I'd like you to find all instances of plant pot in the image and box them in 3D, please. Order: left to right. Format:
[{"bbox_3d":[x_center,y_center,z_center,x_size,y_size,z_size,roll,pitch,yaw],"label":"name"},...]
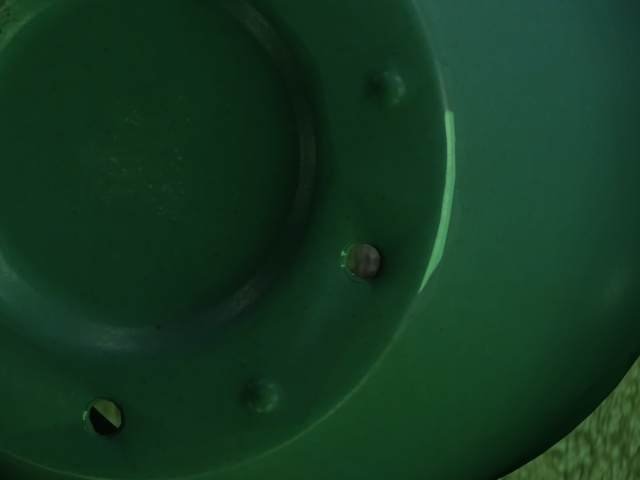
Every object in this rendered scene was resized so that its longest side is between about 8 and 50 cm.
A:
[{"bbox_3d":[-0.026,-0.031,0.604,0.235,0.293,0.293,-12,114,-76],"label":"plant pot"}]

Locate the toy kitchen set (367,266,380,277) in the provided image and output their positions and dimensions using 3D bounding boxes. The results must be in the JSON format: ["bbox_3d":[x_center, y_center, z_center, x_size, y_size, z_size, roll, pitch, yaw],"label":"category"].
[{"bbox_3d":[0.000,0.000,0.864,0.166,0.122,0.207,-39,108,-33],"label":"toy kitchen set"}]
